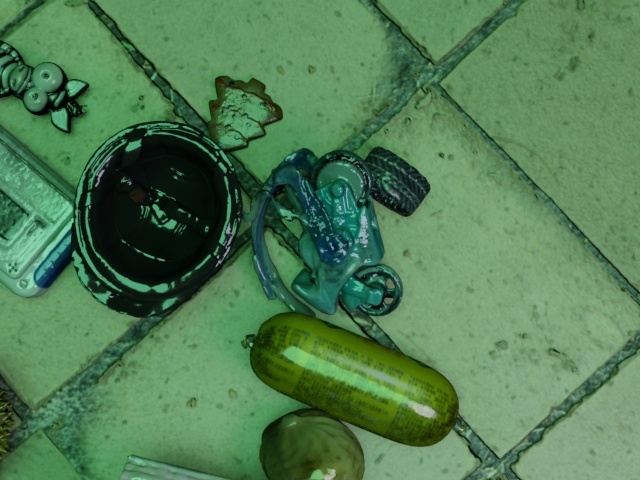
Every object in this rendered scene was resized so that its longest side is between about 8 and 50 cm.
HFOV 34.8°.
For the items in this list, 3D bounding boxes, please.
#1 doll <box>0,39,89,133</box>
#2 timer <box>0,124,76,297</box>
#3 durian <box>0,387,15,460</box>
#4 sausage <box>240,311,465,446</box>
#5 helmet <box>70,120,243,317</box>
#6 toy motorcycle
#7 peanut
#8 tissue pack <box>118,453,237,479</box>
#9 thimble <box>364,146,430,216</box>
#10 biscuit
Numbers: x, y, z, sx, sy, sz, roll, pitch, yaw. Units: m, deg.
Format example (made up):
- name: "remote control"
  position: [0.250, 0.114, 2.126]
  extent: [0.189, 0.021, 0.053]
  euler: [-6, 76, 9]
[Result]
- name: "doll"
  position: [-0.455, -0.243, 1.544]
  extent: [0.219, 0.067, 0.091]
  euler: [24, 83, 1]
- name: "timer"
  position: [-0.470, -0.051, 1.519]
  extent: [0.253, 0.078, 0.178]
  euler: [39, 86, 3]
- name: "durian"
  position: [-0.540, 0.230, 1.453]
  extent: [0.237, 0.193, 0.138]
  euler: [33, 62, -8]
- name: "sausage"
  position: [0.051, 0.200, 1.466]
  extent: [0.347, 0.123, 0.123]
  euler: [23, 85, -2]
- name: "helmet"
  position: [-0.231, -0.035, 1.477]
  extent: [0.230, 0.160, 0.279]
  euler: [22, 95, -2]
- name: "toy motorcycle"
  position: [0.000, 0.000, 1.480]
  extent: [0.206, 0.154, 0.260]
  euler: [-12, 106, 12]
- name: "peanut"
  position: [-0.010, 0.313, 1.456]
  extent: [0.140, 0.109, 0.159]
  euler: [-26, 50, -8]
- name: "tissue pack"
  position: [-0.124, 0.447, 1.403]
  extent: [0.344, 0.125, 0.242]
  euler: [14, 121, 2]
- name: "thimble"
  position: [0.106, -0.087, 1.512]
  extent: [0.104, 0.095, 0.066]
  euler: [32, 83, 18]
- name: "biscuit"
  position: [-0.126, -0.188, 1.561]
  extent: [0.119, 0.019, 0.130]
  euler: [28, 85, 3]
